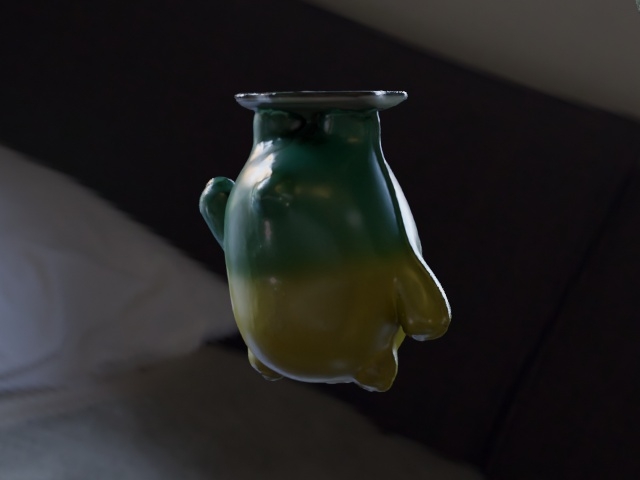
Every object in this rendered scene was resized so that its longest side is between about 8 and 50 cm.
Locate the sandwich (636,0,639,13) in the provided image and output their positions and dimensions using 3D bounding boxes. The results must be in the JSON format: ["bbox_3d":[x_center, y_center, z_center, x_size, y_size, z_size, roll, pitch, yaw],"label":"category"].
[{"bbox_3d":[0.413,-0.305,1.643,0.131,0.262,0.325,59,6,-73],"label":"sandwich"}]

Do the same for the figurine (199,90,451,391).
[{"bbox_3d":[0.000,0.000,1.952,0.324,0.340,0.231,1,5,31],"label":"figurine"}]
